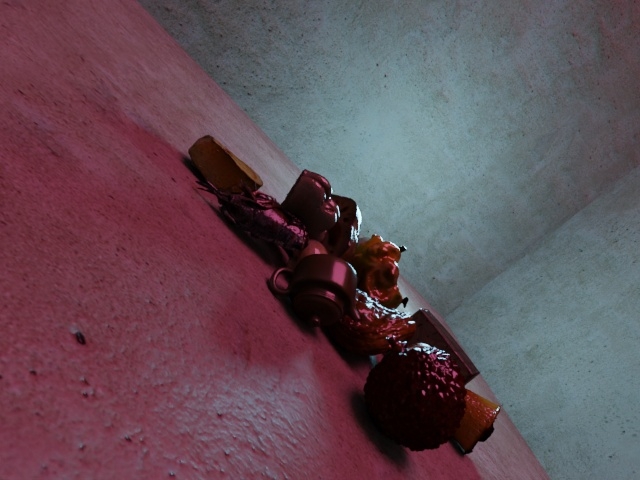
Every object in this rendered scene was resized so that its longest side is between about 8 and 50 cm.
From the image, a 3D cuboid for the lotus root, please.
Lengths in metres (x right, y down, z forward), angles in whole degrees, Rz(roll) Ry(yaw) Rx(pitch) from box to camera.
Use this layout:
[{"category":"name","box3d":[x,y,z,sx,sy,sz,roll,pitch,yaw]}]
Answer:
[{"category":"lotus root","box3d":[0.000,0.000,1.777,0.316,0.316,0.250,54,-3,27]}]

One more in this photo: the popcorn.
[{"category":"popcorn","box3d":[0.209,0.131,1.976,0.281,0.297,0.316,7,42,-7]}]

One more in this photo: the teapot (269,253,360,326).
[{"category":"teapot","box3d":[-0.012,0.151,1.342,0.267,0.185,0.175,19,46,-3]}]

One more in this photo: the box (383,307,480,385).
[{"category":"box","box3d":[0.397,0.436,1.806,0.297,0.225,0.190,52,13,23]}]

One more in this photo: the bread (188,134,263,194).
[{"category":"bread","box3d":[-0.314,-0.230,1.583,0.257,0.124,0.186,41,6,-31]}]

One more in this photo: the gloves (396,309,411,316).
[{"category":"gloves","box3d":[0.359,0.373,2.242,0.144,0.110,0.094,-88,178,-74]}]

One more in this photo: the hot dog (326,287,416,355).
[{"category":"hot dog","box3d":[0.162,0.263,1.564,0.267,0.174,0.387,29,2,20]}]

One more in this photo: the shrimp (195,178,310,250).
[{"category":"shrimp","box3d":[-0.204,-0.071,1.467,0.372,0.172,0.137,34,40,-3]}]

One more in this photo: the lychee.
[{"category":"lychee","box3d":[0.236,0.377,1.236,0.264,0.264,0.300,-11,81,-78]}]

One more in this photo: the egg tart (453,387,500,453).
[{"category":"egg tart","box3d":[0.532,0.636,1.749,0.171,0.215,0.215,37,5,24]}]

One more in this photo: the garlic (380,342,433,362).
[{"category":"garlic","box3d":[0.297,0.450,1.571,0.199,0.199,0.226,19,57,-70]}]

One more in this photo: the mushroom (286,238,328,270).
[{"category":"mushroom","box3d":[-0.039,0.076,1.546,0.127,0.166,0.166,10,12,2]}]

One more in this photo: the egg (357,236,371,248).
[{"category":"egg","box3d":[0.218,0.086,2.394,0.203,0.203,0.283,48,11,-7]}]

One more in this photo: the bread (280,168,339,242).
[{"category":"bread","box3d":[-0.049,-0.076,1.564,0.183,0.337,0.102,31,50,-7]}]
